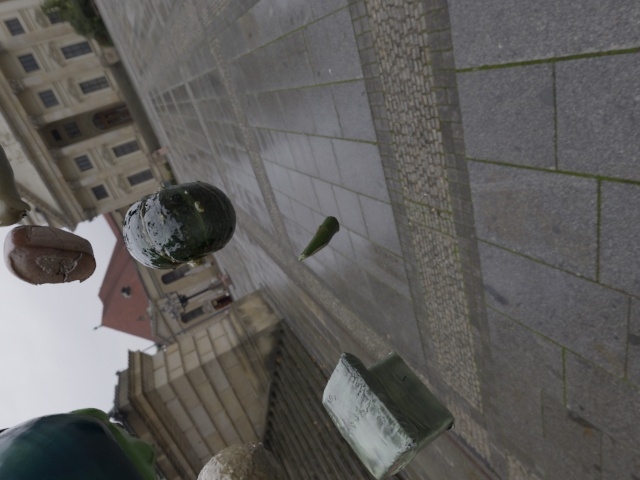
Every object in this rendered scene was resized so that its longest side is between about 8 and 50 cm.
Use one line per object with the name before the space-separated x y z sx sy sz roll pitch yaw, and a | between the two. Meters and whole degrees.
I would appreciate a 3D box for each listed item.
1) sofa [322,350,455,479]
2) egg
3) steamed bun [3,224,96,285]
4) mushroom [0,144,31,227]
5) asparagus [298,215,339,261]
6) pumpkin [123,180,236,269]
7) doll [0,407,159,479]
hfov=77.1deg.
sofa | 0.147 0.311 0.793 0.210 0.226 0.175 47 134 36
egg | -0.231 0.726 1.159 0.279 0.280 0.310 60 164 16
steamed bun | -0.607 0.034 0.904 0.145 0.175 0.106 33 105 44
mushroom | -0.724 -0.207 0.789 0.178 0.126 0.396 19 136 35
asparagus | 0.000 0.000 0.917 0.041 0.178 0.045 10 124 18
pumpkin | -0.239 -0.024 0.692 0.190 0.191 0.146 -154 55 -65
doll | -0.215 0.290 0.352 0.322 0.198 0.186 48 -158 10
